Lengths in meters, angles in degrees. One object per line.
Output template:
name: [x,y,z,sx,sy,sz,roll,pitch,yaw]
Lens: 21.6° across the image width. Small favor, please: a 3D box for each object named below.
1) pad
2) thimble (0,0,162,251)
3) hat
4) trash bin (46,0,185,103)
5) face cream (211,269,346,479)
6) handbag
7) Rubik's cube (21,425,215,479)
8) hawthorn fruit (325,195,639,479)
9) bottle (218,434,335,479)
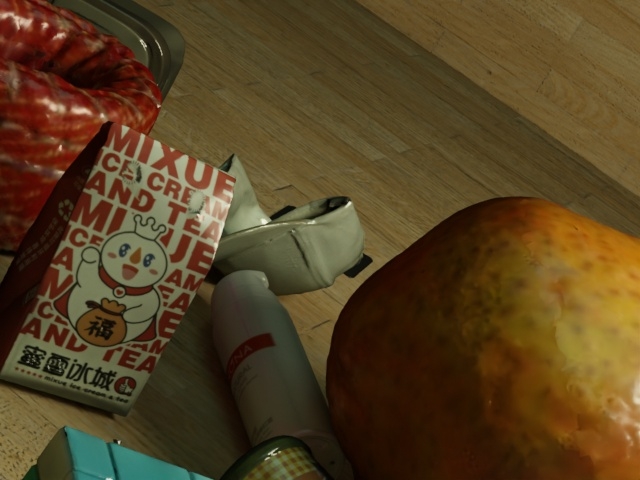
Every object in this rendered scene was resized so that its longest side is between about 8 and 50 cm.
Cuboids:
pad: [0.000,0.000,2.501,0.157,0.003,0.112,34,22,8]
thimble: [-0.382,-0.153,2.053,0.350,0.231,0.350,26,20,-10]
hat: [-0.106,0.014,2.190,0.301,0.168,0.258,-20,27,-34]
trash bin: [-0.317,-0.250,2.386,0.219,0.220,0.250,32,15,1]
face cream: [-0.061,0.153,1.966,0.102,0.102,0.345,18,24,-28]
handbag: [-0.224,0.022,1.776,0.171,0.298,0.151,20,25,-23]
Rubik's cube: [-0.175,0.293,1.372,0.265,0.224,0.213,24,24,-30]
hawthorn fruit: [0.223,0.204,1.786,0.471,0.472,0.472,26,22,-11]
bottle: [0.014,0.320,1.649,0.271,0.143,0.156,43,25,26]
